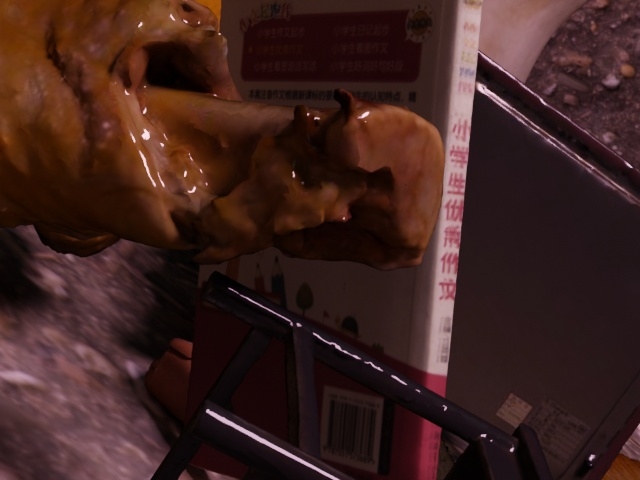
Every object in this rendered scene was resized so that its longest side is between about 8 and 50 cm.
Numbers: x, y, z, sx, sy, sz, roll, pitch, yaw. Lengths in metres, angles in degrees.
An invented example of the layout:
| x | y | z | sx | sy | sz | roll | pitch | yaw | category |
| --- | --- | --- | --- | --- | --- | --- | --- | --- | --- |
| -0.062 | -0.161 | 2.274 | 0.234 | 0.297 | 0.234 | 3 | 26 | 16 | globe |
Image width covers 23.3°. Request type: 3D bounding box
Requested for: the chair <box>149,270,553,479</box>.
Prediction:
| x | y | z | sx | sy | sz | roll | pitch | yaw | category |
| --- | --- | --- | --- | --- | --- | --- | --- | --- | --- |
| 0.039 | 0.146 | 0.562 | 0.260 | 0.154 | 0.141 | 30 | 16 | -12 | chair |

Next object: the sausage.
| x | y | z | sx | sy | sz | roll | pitch | yaw | category |
| --- | --- | --- | --- | --- | --- | --- | --- | --- | --- |
| -0.008 | 0.113 | 0.776 | 0.186 | 0.043 | 0.043 | 35 | 15 | 2 | sausage |

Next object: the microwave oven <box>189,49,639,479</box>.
| x | y | z | sx | sy | sz | roll | pitch | yaw | category |
| --- | --- | --- | --- | --- | --- | --- | --- | --- | --- |
| 0.075 | 0.000 | 0.860 | 0.247 | 0.178 | 0.188 | 35 | 2 | -12 | microwave oven |

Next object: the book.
| x | y | z | sx | sy | sz | roll | pitch | yaw | category |
| --- | --- | --- | --- | --- | --- | --- | --- | --- | --- |
| 0.000 | 0.000 | 0.688 | 0.022 | 0.231 | 0.162 | 4 | 2 | -42 | book |

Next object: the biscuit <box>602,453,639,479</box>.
| x | y | z | sx | sy | sz | roll | pitch | yaw | category |
| --- | --- | --- | --- | --- | --- | --- | --- | --- | --- |
| 0.256 | 0.239 | 0.959 | 0.305 | 0.038 | 0.305 | 32 | 17 | -11 | biscuit |

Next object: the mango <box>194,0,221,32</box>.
| x | y | z | sx | sy | sz | roll | pitch | yaw | category |
| --- | --- | --- | --- | --- | --- | --- | --- | --- | --- |
| -0.174 | -0.171 | 1.000 | 0.257 | 0.138 | 0.187 | 18 | 41 | -3 | mango |

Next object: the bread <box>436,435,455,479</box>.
| x | y | z | sx | sy | sz | roll | pitch | yaw | category |
| --- | --- | --- | --- | --- | --- | --- | --- | --- | --- |
| 0.009 | 0.090 | 0.815 | 0.112 | 0.036 | 0.193 | 30 | -12 | 19 | bread |

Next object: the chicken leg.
| x | y | z | sx | sy | sz | roll | pitch | yaw | category |
| --- | --- | --- | --- | --- | --- | --- | --- | --- | --- |
| -0.122 | -0.060 | 0.672 | 0.409 | 0.182 | 0.295 | 13 | -14 | 26 | chicken leg |

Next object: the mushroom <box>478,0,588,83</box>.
| x | y | z | sx | sy | sz | roll | pitch | yaw | category |
| --- | --- | --- | --- | --- | --- | --- | --- | --- | --- |
| 0.068 | -0.093 | 1.081 | 0.298 | 0.290 | 0.297 | 31 | 14 | -8 | mushroom |
